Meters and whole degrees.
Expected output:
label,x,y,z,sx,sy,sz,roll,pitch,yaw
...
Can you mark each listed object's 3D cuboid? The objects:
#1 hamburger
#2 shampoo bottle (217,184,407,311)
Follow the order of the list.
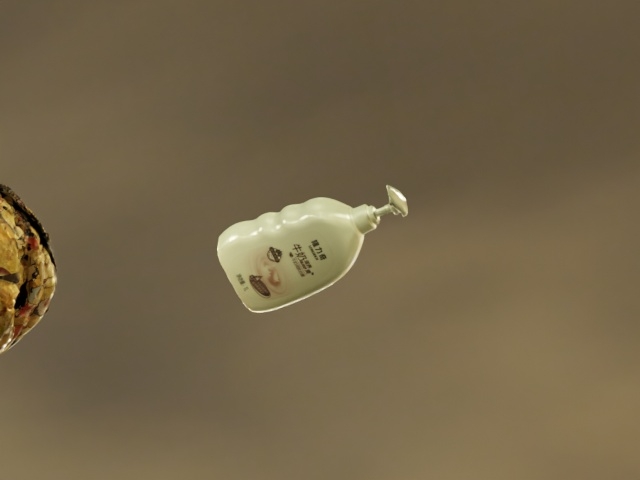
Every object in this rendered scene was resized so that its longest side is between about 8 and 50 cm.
label,x,y,z,sx,sy,sz,roll,pitch,yaw
hamburger,-0.383,0.028,1.746,0.231,0.231,0.107,-22,15,23
shampoo bottle,0.000,0.000,1.358,0.152,0.045,0.077,-23,-72,14
